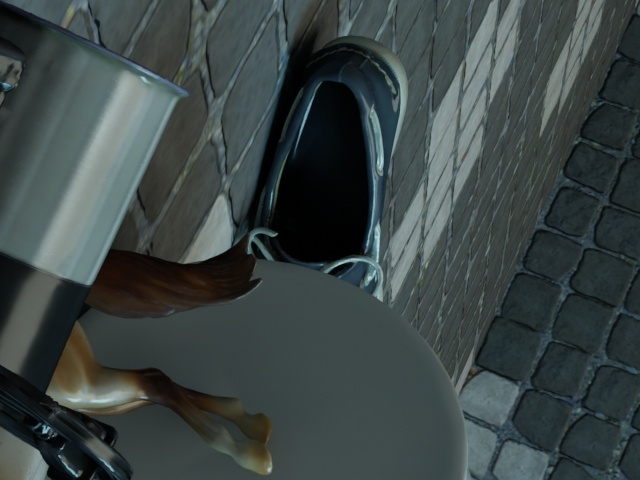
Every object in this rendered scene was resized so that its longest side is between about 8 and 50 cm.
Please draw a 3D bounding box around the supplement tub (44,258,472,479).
[{"bbox_3d":[-0.046,0.185,0.965,0.325,0.235,0.235,98,18,-51],"label":"supplement tub"}]

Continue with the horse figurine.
[{"bbox_3d":[-0.110,0.089,0.756,0.066,0.174,0.263,-57,-170,47],"label":"horse figurine"}]

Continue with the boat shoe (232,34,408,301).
[{"bbox_3d":[0.000,0.000,1.186,0.079,0.095,0.254,-48,156,-63],"label":"boat shoe"}]

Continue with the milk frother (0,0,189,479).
[{"bbox_3d":[-0.092,0.000,0.637,0.134,0.143,0.129,-66,162,1],"label":"milk frother"}]
